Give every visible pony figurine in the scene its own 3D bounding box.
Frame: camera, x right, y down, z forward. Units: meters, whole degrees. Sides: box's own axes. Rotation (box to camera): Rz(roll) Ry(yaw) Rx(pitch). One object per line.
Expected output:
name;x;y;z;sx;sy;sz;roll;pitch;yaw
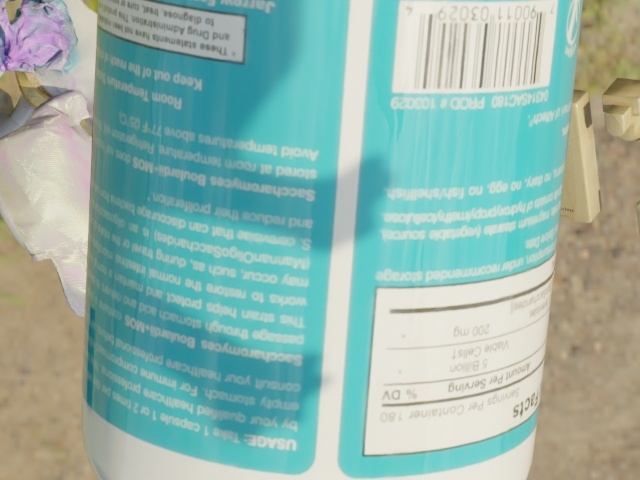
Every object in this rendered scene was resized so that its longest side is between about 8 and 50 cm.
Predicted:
pony figurine;-0.148;-0.097;1.470;0.363;0.351;0.303;-50;150;8

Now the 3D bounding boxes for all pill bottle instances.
pill bottle;0.000;0.000;0.578;0.146;0.146;0.264;3;104;-7

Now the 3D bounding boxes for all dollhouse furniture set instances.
dollhouse furniture set;0.275;-0.079;1.587;0.151;0.123;0.144;8;124;32
